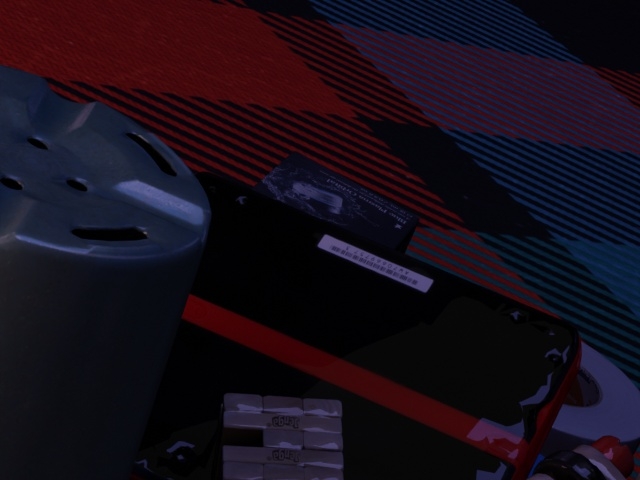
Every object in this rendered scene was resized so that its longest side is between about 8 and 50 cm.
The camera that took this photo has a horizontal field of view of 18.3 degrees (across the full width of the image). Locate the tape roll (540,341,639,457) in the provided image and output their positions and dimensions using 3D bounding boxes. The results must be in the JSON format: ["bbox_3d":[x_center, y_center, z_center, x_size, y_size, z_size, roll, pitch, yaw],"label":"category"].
[{"bbox_3d":[0.207,0.156,1.933,0.219,0.072,0.219,22,24,-10],"label":"tape roll"}]

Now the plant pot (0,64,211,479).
[{"bbox_3d":[-0.248,0.077,1.329,0.341,0.334,0.341,20,24,-9],"label":"plant pot"}]

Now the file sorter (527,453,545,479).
[{"bbox_3d":[0.125,0.223,1.670,0.170,0.104,0.118,36,27,24],"label":"file sorter"}]

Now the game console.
[{"bbox_3d":[-0.014,0.122,1.613,0.386,0.060,0.342,23,46,11],"label":"game console"}]

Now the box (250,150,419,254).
[{"bbox_3d":[0.000,0.000,2.032,0.156,0.093,0.158,28,25,7],"label":"box"}]

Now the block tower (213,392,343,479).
[{"bbox_3d":[-0.032,0.247,1.370,0.097,0.091,0.335,4,42,-6],"label":"block tower"}]

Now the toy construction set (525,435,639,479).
[{"bbox_3d":[0.253,0.295,1.447,0.237,0.257,0.309,32,22,30],"label":"toy construction set"}]
